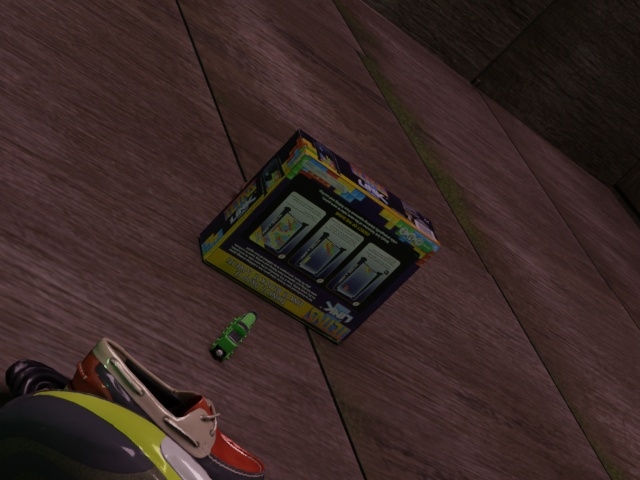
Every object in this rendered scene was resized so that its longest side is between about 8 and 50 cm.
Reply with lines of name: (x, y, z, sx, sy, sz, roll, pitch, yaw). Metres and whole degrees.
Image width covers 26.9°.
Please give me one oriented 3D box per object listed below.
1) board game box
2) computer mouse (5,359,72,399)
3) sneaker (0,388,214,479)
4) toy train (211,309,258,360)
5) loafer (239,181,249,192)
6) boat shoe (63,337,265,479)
board game box: (0.000, 0.000, 1.214, 0.170, 0.141, 0.048, 34, 23, -29)
computer mouse: (-0.090, 0.184, 0.758, 0.188, 0.072, 0.272, 30, 11, -31)
sneaker: (-0.080, 0.198, 0.553, 0.121, 0.111, 0.300, -9, 62, -44)
toy train: (-0.068, 0.075, 1.094, 0.017, 0.024, 0.083, 44, 19, -2)
loafer: (-0.026, -0.010, 1.327, 0.148, 0.050, 0.056, 52, 20, 22)
boat shoe: (-0.086, 0.107, 0.796, 0.137, 0.043, 0.049, 33, 7, -16)
